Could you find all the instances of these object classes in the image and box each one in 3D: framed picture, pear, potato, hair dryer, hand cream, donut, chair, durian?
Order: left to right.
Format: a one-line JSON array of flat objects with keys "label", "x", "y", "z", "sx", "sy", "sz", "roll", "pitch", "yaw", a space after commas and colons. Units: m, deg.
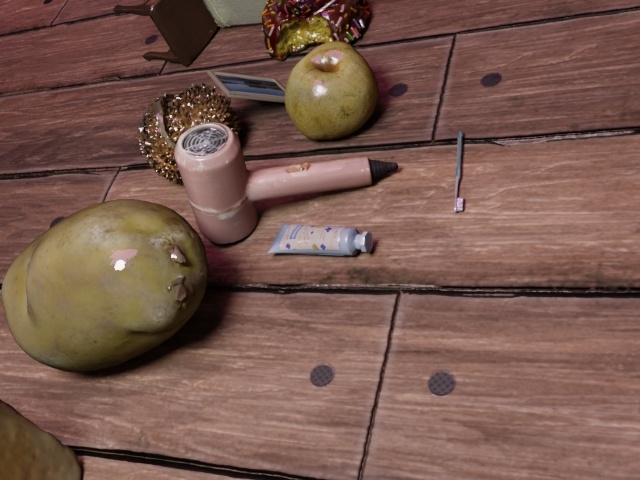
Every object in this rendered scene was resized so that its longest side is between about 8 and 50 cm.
[{"label": "potato", "x": -0.317, "y": 0.061, "z": 1.072, "sx": 0.326, "sy": 0.221, "sz": 0.243, "roll": -26, "pitch": 36, "yaw": 20}, {"label": "durian", "x": -0.238, "y": -0.188, "z": 1.307, "sx": 0.196, "sy": 0.167, "sz": 0.196, "roll": -16, "pitch": 64, "yaw": 36}, {"label": "chair", "x": -0.275, "y": -0.497, "z": 1.565, "sx": 0.319, "sy": 0.160, "sz": 0.186, "roll": 15, "pitch": 57, "yaw": 37}, {"label": "framed picture", "x": -0.130, "y": -0.293, "z": 1.361, "sx": 0.149, "sy": 0.011, "sz": 0.109, "roll": -1, "pitch": 34, "yaw": -34}, {"label": "hair dryer", "x": -0.047, "y": -0.110, "z": 1.139, "sx": 0.344, "sy": 0.189, "sz": 0.107, "roll": -9, "pitch": 48, "yaw": 0}, {"label": "donut", "x": -0.014, "y": -0.470, "z": 1.460, "sx": 0.230, "sy": 0.096, "sz": 0.216, "roll": 7, "pitch": 56, "yaw": 30}, {"label": "hand cream", "x": 0.000, "y": 0.000, "z": 1.098, "sx": 0.170, "sy": 0.043, "sz": 0.065, "roll": 1, "pitch": 48, "yaw": 32}, {"label": "pear", "x": 0.020, "y": -0.257, "z": 1.240, "sx": 0.167, "sy": 0.137, "sz": 0.167, "roll": -11, "pitch": 48, "yaw": 12}]

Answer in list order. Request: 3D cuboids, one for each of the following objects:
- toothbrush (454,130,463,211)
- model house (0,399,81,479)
[{"label": "toothbrush", "x": 0.217, "y": -0.109, "z": 1.106, "sx": 0.014, "sy": 0.011, "sz": 0.167, "roll": -3, "pitch": 52, "yaw": 17}, {"label": "model house", "x": -0.552, "y": 0.380, "z": 0.843, "sx": 0.381, "sy": 0.335, "sz": 0.343, "roll": -15, "pitch": 46, "yaw": 15}]
